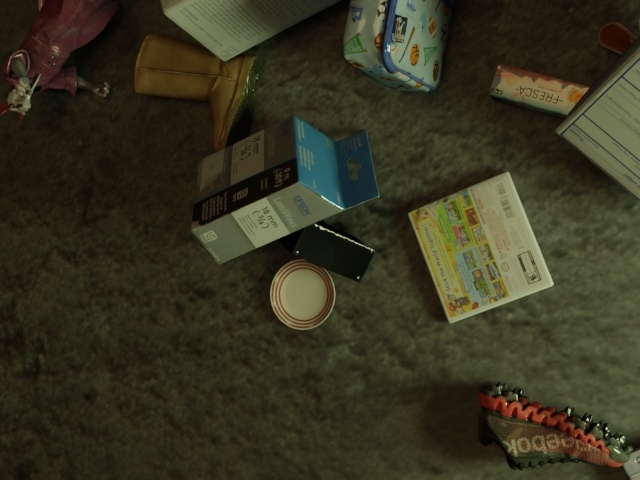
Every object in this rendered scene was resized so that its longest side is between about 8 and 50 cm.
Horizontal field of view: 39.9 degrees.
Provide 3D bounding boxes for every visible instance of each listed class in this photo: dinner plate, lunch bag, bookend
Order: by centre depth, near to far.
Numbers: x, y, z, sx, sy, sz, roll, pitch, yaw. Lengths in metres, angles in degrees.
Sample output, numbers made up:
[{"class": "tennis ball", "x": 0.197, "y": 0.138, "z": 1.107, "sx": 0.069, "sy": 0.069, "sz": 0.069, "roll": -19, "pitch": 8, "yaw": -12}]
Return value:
[{"class": "lunch bag", "x": 0.147, "y": -0.404, "z": 1.576, "sx": 0.114, "sy": 0.303, "sz": 0.243, "roll": 13, "pitch": 91, "yaw": 24}, {"class": "bookend", "x": 0.000, "y": 0.000, "z": 1.723, "sx": 0.072, "sy": 0.156, "sz": 0.157, "roll": -63, "pitch": 26, "yaw": 7}, {"class": "dinner plate", "x": -0.035, "y": 0.108, "z": 1.770, "sx": 0.141, "sy": 0.017, "sz": 0.141, "roll": -1, "pitch": 87, "yaw": 20}]

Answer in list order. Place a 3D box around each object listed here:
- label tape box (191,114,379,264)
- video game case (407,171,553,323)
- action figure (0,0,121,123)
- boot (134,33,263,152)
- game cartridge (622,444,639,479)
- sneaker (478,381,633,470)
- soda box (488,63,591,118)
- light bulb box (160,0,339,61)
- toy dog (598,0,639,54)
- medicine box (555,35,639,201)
[{"class": "label tape box", "x": -0.072, "y": -0.120, "z": 1.666, "sx": 0.333, "sy": 0.106, "sz": 0.241, "roll": -24, "pitch": 36, "yaw": 13}, {"class": "video game case", "x": 0.296, "y": 0.014, "z": 1.646, "sx": 0.206, "sy": 0.026, "sz": 0.227, "roll": -23, "pitch": 80, "yaw": 18}, {"class": "action figure", "x": -0.594, "y": -0.422, "z": 1.887, "sx": 0.275, "sy": 0.248, "sz": 0.370, "roll": 42, "pitch": 99, "yaw": 18}, {"class": "boot", "x": -0.269, "y": -0.301, "z": 1.847, "sx": 0.269, "sy": 0.089, "sz": 0.236, "roll": 13, "pitch": 79, "yaw": 20}, {"class": "game cartridge", "x": 0.709, "y": 0.394, "z": 1.454, "sx": 0.355, "sy": 0.068, "sz": 0.230, "roll": -28, "pitch": 74, "yaw": 17}, {"class": "sneaker", "x": 0.398, "y": 0.352, "z": 1.547, "sx": 0.276, "sy": 0.097, "sz": 0.135, "roll": 17, "pitch": 95, "yaw": 27}, {"class": "soda box", "x": 0.404, "y": -0.265, "z": 1.602, "sx": 0.183, "sy": 0.058, "sz": 0.063, "roll": 20, "pitch": 94, "yaw": 21}, {"class": "light bulb box", "x": -0.130, "y": -0.608, "z": 1.706, "sx": 0.361, "sy": 0.225, "sz": 0.358, "roll": -24, "pitch": 69, "yaw": 18}, {"class": "toy dog", "x": 0.547, "y": -0.399, "z": 1.489, "sx": 0.160, "sy": 0.220, "sz": 0.334, "roll": 3, "pitch": 79, "yaw": -6}, {"class": "medicine box", "x": 0.566, "y": -0.196, "z": 1.378, "sx": 0.263, "sy": 0.289, "sz": 0.149, "roll": 41, "pitch": 63, "yaw": 3}]
